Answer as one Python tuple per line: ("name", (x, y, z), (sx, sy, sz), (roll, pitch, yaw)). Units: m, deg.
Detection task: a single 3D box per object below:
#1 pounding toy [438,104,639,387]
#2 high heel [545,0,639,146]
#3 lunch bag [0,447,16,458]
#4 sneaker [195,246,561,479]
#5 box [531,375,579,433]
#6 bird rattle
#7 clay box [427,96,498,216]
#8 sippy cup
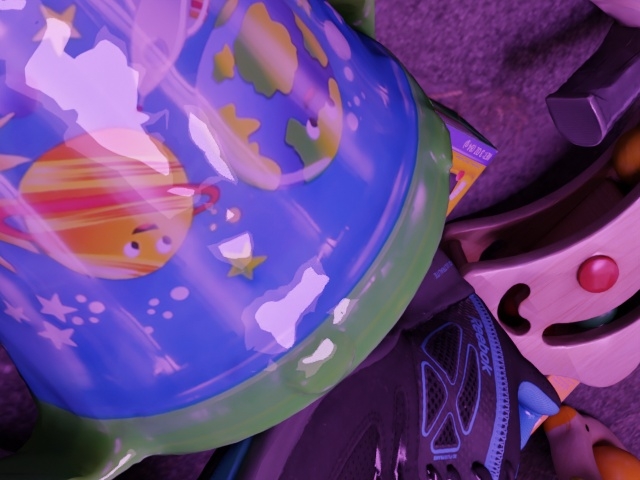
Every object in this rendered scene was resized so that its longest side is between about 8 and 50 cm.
("pounding toy", (0.170, 0.004, 0.845), (0.154, 0.155, 0.269), (31, 111, -20))
("high heel", (0.176, -0.210, 0.681), (0.186, 0.093, 0.261), (-45, 132, -29))
("lunch bag", (-0.133, 0.252, 0.673), (0.212, 0.305, 0.256), (-52, 148, -50))
("sneaker", (0.041, 0.107, 0.605), (0.125, 0.139, 0.341), (-52, 172, 32))
("box", (0.173, 0.121, 0.953), (0.028, 0.081, 0.136), (39, 102, -14))
("bird rattle", (0.287, 0.256, 1.061), (0.253, 0.207, 0.143), (26, 127, -33))
("clay box", (0.000, 0.000, 0.734), (0.127, 0.053, 0.222), (18, 113, -47))
("sippy cup", (-0.094, -0.061, 0.480), (0.240, 0.305, 0.224), (-23, 137, 18))
